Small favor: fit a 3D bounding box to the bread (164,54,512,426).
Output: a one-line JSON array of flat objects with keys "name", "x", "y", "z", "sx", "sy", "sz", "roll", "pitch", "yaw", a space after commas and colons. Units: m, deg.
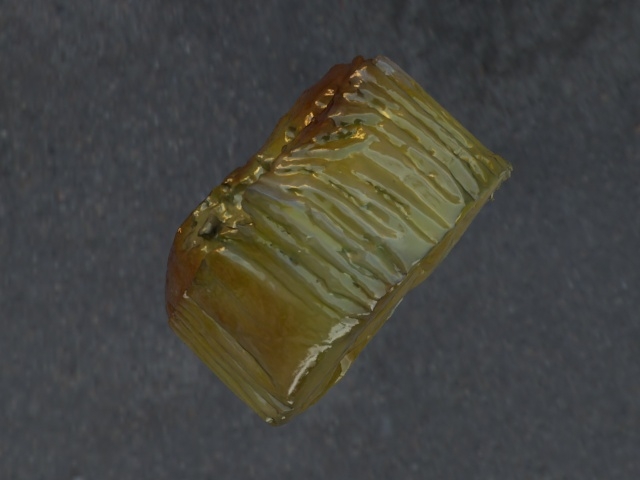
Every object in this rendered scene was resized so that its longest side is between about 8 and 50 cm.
[{"name": "bread", "x": 0.000, "y": 0.000, "z": 1.120, "sx": 0.133, "sy": 0.179, "sz": 0.250, "roll": 45, "pitch": 149, "yaw": 8}]
